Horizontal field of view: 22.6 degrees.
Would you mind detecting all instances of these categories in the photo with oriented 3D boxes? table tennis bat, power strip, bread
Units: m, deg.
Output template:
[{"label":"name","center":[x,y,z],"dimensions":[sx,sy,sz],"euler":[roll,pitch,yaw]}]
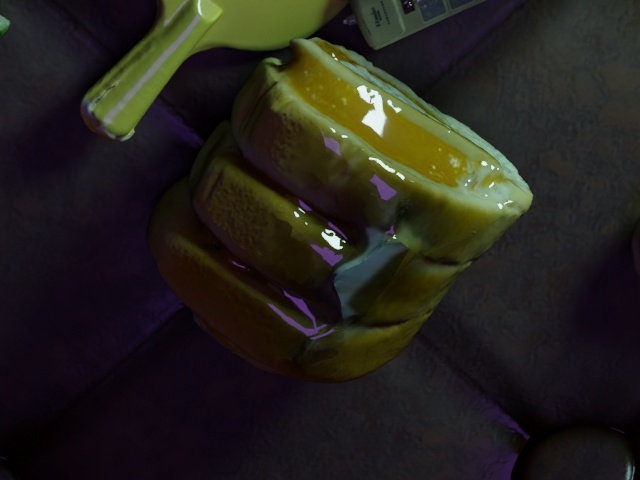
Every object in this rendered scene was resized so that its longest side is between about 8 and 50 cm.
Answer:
[{"label":"table tennis bat","center":[-0.098,-0.240,1.529],"dimensions":[0.224,0.054,0.368],"euler":[34,105,-29]},{"label":"power strip","center":[0.099,-0.243,1.554],"dimensions":[0.169,0.028,0.076],"euler":[-24,126,-2]},{"label":"bread","center":[0.000,0.000,1.576],"dimensions":[0.300,0.210,0.341],"euler":[34,112,-24]}]

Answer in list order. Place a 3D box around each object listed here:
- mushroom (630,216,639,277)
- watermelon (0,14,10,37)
[{"label":"mushroom","center":[0.507,-0.063,1.669],"dimensions":[0.397,0.126,0.177],"euler":[-41,106,13]},{"label":"watermelon","center":[-0.404,-0.180,1.458],"dimensions":[0.231,0.146,0.128],"euler":[-14,119,-4]}]
